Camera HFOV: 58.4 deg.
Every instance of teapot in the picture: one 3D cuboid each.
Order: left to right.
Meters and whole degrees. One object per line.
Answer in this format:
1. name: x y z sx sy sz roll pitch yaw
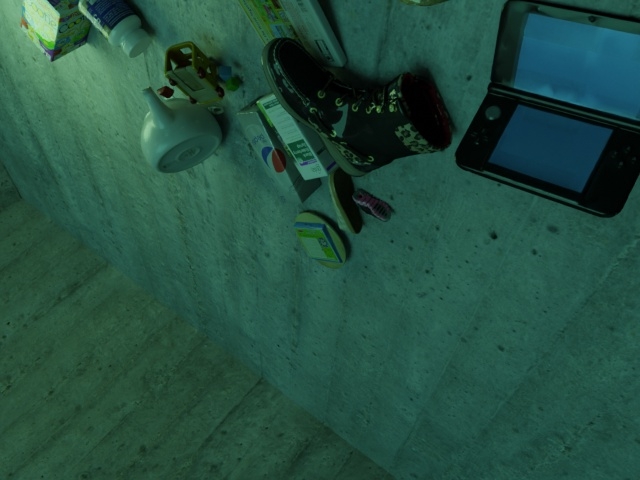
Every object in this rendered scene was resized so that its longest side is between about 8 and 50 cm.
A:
1. teapot: -0.425 -0.330 1.688 0.256 0.253 0.187 -40 76 45

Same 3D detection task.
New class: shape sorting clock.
1. shape sorting clock: 0.000 0.000 1.749 0.206 0.040 0.206 33 150 23

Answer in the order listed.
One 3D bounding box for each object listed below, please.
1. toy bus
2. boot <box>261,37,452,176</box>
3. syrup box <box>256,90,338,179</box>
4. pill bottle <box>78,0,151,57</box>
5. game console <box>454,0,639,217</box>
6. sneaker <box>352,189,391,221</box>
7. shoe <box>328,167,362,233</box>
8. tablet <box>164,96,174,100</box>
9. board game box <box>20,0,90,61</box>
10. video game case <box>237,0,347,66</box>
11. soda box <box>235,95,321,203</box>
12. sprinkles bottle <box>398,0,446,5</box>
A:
1. toy bus: -0.326 -0.443 1.529 0.191 0.104 0.202 6 162 -26
2. boot: 0.078 -0.295 1.194 0.284 0.138 0.377 -3 135 51
3. syrup box: -0.042 -0.273 1.416 0.093 0.096 0.236 -4 124 51
4. pill bottle: -0.570 -0.611 1.602 0.186 0.112 0.112 47 149 -5
5. game console: 0.387 -0.215 0.929 0.293 0.250 0.173 25 171 29
6. sneaker: 0.135 -0.083 1.497 0.119 0.047 0.057 39 156 23
7. shoe: 0.054 -0.103 1.528 0.058 0.076 0.219 11 139 35
8. tablet: -0.458 -0.426 1.798 0.083 0.006 0.054 44 149 -1
9. board game box: -0.795 -0.692 1.733 0.144 0.142 0.275 49 149 -9
10. video game case: -0.070 -0.469 1.230 0.207 0.026 0.227 14 153 39
11. soda box: -0.107 -0.239 1.531 0.091 0.098 0.286 8 133 44
12. sprinkles bottle: 0.157 -0.540 0.840 0.121 0.121 0.355 25 145 29
